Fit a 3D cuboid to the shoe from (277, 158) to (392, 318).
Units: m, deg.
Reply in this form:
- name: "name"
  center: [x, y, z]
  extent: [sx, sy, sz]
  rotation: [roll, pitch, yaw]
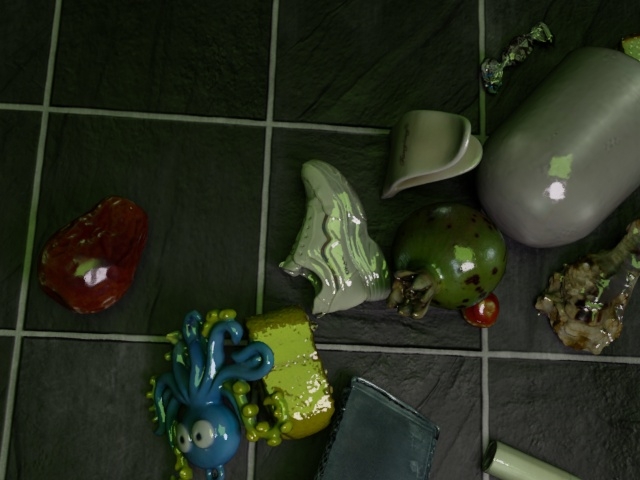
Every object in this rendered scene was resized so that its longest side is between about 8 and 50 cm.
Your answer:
- name: "shoe"
  center: [0.000, 0.000, 1.634]
  extent: [0.210, 0.132, 0.342]
  rotation: [-23, 84, -12]

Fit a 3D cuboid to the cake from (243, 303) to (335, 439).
- name: "cake"
  center: [-0.064, 0.266, 1.548]
  extent: [0.156, 0.179, 0.261]
  rotation: [-14, 82, -7]

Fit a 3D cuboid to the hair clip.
- name: "hair clip"
  center: [0.220, -0.190, 1.623]
  extent: [0.113, 0.282, 0.173]
  rotation: [23, 72, -45]

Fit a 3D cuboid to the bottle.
- name: "bottle"
  center: [0.444, 0.491, 1.599]
  extent: [0.201, 0.072, 0.072]
  rotation: [24, 77, 0]

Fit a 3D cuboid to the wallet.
- name: "wallet"
  center: [0.101, 0.460, 1.500]
  extent: [0.237, 0.075, 0.342]
  rotation: [35, 47, -13]

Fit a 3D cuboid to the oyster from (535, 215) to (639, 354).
- name: "oyster"
  center: [0.641, 0.094, 1.675]
  extent: [0.337, 0.133, 0.198]
  rotation: [-42, 92, -8]

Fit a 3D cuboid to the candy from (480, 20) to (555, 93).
- name: "candy"
  center: [0.465, -0.438, 1.815]
  extent: [0.226, 0.051, 0.094]
  rotation: [-43, 95, -10]

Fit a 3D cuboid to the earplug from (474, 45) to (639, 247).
- name: "earplug"
  center: [0.515, -0.177, 1.629]
  extent: [0.394, 0.313, 0.313]
  rotation: [-42, 84, -10]

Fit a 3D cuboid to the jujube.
- name: "jujube"
  center: [-0.458, 0.025, 1.570]
  extent: [0.189, 0.190, 0.255]
  rotation: [28, 70, 1]

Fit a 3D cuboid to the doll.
- name: "doll"
  center: [-0.224, 0.304, 1.479]
  extent: [0.345, 0.098, 0.342]
  rotation: [-18, 82, 31]

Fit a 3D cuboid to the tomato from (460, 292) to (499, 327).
- name: "tomato"
  center: [0.349, 0.148, 1.663]
  extent: [0.087, 0.075, 0.087]
  rotation: [1, 81, -7]

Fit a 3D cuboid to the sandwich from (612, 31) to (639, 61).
- name: "sandwich"
  center: [0.849, -0.378, 1.811]
  extent: [0.300, 0.099, 0.272]
  rotation: [-12, 75, -5]

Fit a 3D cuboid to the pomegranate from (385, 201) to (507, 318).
- name: "pomegranate"
  center: [0.260, 0.050, 1.561]
  extent: [0.242, 0.306, 0.243]
  rotation: [5, 116, 10]
